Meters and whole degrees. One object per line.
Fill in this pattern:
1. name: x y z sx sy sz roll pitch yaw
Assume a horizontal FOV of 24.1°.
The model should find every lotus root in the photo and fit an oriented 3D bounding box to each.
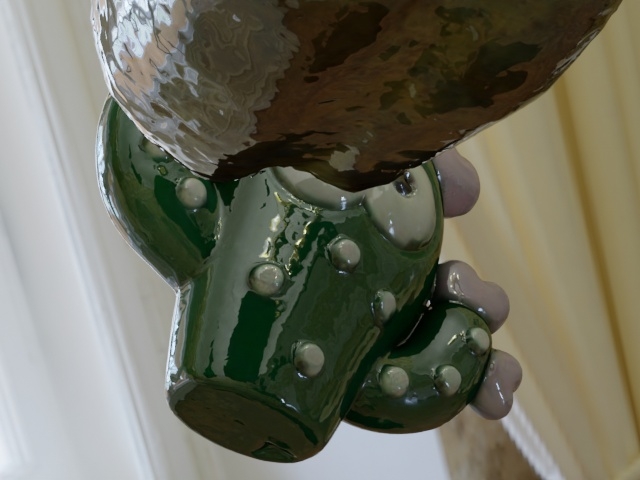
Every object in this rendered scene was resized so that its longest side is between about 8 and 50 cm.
1. lotus root: 0.007 -0.107 0.496 0.152 0.160 0.275 18 -19 -18

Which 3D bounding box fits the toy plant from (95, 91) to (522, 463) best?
1. toy plant: -0.004 -0.003 0.785 0.233 0.243 0.112 6 -29 -31
